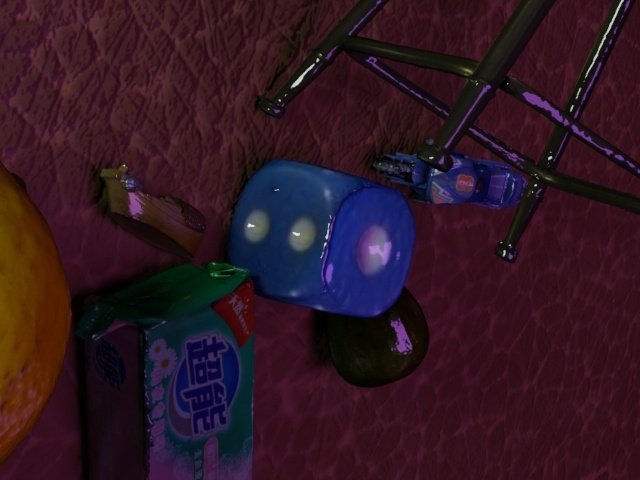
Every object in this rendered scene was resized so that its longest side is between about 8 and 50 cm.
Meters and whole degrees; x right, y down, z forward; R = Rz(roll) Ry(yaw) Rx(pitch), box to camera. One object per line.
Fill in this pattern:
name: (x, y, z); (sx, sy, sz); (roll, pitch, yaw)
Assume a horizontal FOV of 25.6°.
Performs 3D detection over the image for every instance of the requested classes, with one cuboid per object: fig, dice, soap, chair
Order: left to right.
soap: (-0.141, 0.162, 1.363); (0.218, 0.098, 0.273); (-26, 126, -50)
dice: (0.000, 0.000, 1.431); (0.146, 0.146, 0.143); (15, 91, -51)
fig: (0.050, 0.074, 1.571); (0.117, 0.117, 0.177); (-35, 108, -38)
chair: (0.246, -0.196, 1.349); (0.364, 0.362, 0.410); (31, 88, -28)

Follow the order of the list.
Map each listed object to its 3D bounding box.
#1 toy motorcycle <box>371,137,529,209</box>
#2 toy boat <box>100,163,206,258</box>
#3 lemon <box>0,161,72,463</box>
toy motorcycle: (0.151, -0.072, 1.613); (0.205, 0.114, 0.076); (6, 99, -51)
toy boat: (-0.156, -0.028, 1.310); (0.149, 0.047, 0.049); (36, 62, -54)
lemon: (-0.318, 0.057, 0.957); (0.297, 0.297, 0.297); (-23, 121, -44)
